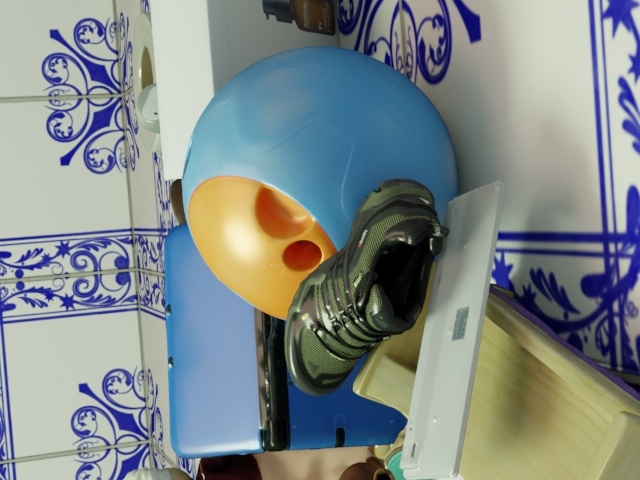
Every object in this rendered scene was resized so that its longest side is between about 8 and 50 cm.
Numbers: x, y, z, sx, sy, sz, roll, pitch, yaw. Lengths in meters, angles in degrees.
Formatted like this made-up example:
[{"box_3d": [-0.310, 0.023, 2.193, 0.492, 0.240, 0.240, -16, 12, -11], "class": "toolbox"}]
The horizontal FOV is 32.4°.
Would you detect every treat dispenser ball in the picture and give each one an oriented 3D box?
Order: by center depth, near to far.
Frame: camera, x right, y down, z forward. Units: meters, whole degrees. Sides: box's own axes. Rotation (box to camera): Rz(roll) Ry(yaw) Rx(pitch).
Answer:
[{"box_3d": [0.000, -0.055, 1.147, 0.288, 0.288, 0.288, 175, 90, -71], "class": "treat dispenser ball"}]

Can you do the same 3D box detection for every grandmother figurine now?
[{"box_3d": [-0.084, 0.312, 1.401, 0.104, 0.342, 0.208, -172, 78, -71], "class": "grandmother figurine"}]

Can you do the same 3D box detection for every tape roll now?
[{"box_3d": [-0.227, -0.280, 1.938, 0.246, 0.169, 0.246, 175, 90, -72], "class": "tape roll"}]

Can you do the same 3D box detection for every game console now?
[{"box_3d": [-0.047, 0.110, 1.342, 0.173, 0.250, 0.293, 149, 119, -66], "class": "game console"}]

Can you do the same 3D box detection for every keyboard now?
[{"box_3d": [0.112, 0.072, 0.919, 0.072, 0.014, 0.256, -16, 55, 53], "class": "keyboard"}]

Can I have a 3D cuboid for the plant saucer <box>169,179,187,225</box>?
[{"box_3d": [-0.086, 0.020, 1.536, 0.050, 0.310, 0.311, -40, 42, 14], "class": "plant saucer"}]

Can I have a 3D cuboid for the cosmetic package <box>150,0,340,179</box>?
[{"box_3d": [-0.086, -0.267, 1.370, 0.097, 0.284, 0.378, -3, 93, 35], "class": "cosmetic package"}]

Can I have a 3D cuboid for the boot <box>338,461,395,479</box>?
[{"box_3d": [0.052, 0.322, 1.216, 0.280, 0.096, 0.264, 86, -173, -54], "class": "boot"}]

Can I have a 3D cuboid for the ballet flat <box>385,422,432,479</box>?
[{"box_3d": [0.128, 0.212, 1.214, 0.206, 0.073, 0.067, 125, 164, -58], "class": "ballet flat"}]

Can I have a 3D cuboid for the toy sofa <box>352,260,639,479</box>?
[{"box_3d": [0.188, 0.155, 0.919, 0.150, 0.177, 0.362, -65, 25, 8], "class": "toy sofa"}]

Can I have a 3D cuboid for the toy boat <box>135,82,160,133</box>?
[{"box_3d": [-0.136, -0.236, 1.548, 0.318, 0.148, 0.268, -62, -17, -52], "class": "toy boat"}]

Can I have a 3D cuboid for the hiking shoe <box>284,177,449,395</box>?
[{"box_3d": [0.035, 0.057, 0.981, 0.227, 0.086, 0.114, -63, 19, 20], "class": "hiking shoe"}]
